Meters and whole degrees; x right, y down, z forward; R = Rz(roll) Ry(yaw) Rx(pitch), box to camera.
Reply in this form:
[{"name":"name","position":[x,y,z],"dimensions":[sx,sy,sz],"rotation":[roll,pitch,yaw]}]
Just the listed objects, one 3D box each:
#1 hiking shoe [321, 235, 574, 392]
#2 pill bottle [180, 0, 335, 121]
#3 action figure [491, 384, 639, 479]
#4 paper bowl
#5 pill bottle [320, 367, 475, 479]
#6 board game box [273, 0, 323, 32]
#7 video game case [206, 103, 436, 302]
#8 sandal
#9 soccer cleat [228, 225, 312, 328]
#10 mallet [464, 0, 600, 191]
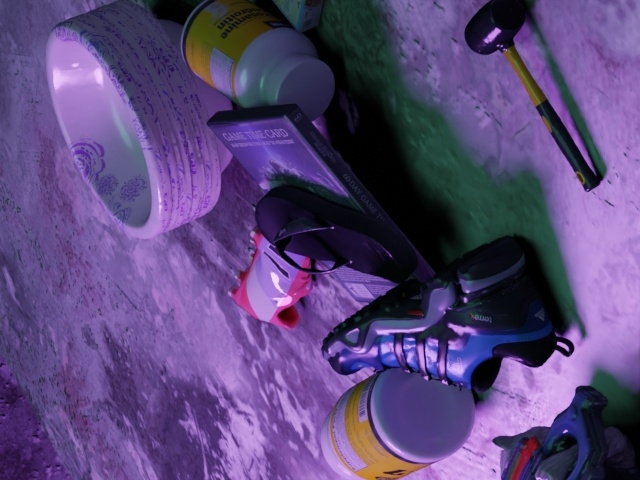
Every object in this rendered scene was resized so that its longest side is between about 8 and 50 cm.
[{"name":"hiking shoe","position":[0.112,0.105,1.860],"dimensions":[0.304,0.113,0.132],"rotation":[-27,93,53]},{"name":"pill bottle","position":[-0.065,-0.192,2.000],"dimensions":[0.184,0.103,0.103],"rotation":[36,143,46]},{"name":"action figure","position":[0.263,0.315,1.736],"dimensions":[0.330,0.178,0.341],"rotation":[53,128,36]},{"name":"paper bowl","position":[-0.209,-0.155,2.266],"dimensions":[0.284,0.148,0.284],"rotation":[44,148,38]},{"name":"pill bottle","position":[0.079,0.203,2.054],"dimensions":[0.119,0.119,0.208],"rotation":[63,156,6]},{"name":"board game box","position":[-0.029,-0.303,1.918],"dimensions":[0.103,0.026,0.154],"rotation":[53,153,24]},{"name":"video game case","position":[0.008,-0.034,1.977],"dimensions":[0.274,0.026,0.196],"rotation":[51,160,-19]},{"name":"sandal","position":[0.000,-0.001,1.940],"dimensions":[0.097,0.054,0.254],"rotation":[53,159,-26]},{"name":"soccer cleat","position":[-0.039,0.020,2.195],"dimensions":[0.095,0.083,0.248],"rotation":[31,144,3]},{"name":"mallet","position":[0.188,-0.125,1.643],"dimensions":[0.189,0.039,0.062],"rotation":[62,156,-3]}]
